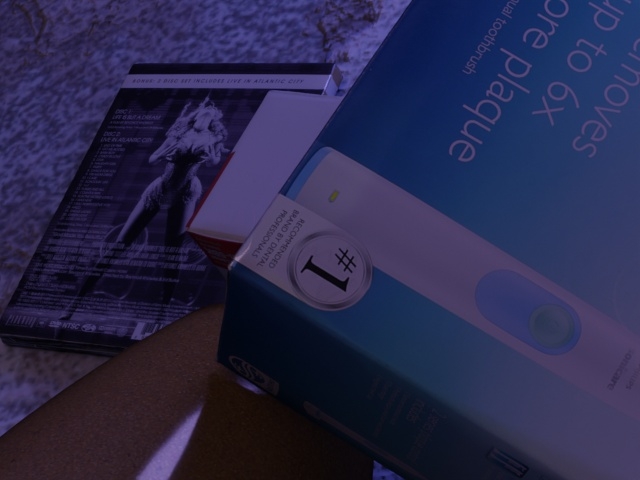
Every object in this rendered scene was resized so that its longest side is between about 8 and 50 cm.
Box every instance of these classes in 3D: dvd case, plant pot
[{"bbox_3d":[-0.094,-0.023,1.083,0.164,0.018,0.221,3,57,32],"label":"dvd case"},{"bbox_3d":[-0.076,0.155,0.808,0.237,0.237,0.254,1,38,29],"label":"plant pot"}]

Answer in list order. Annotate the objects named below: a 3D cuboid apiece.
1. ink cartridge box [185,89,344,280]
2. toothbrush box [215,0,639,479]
[{"bbox_3d":[0.000,0.000,0.932,0.056,0.135,0.099,10,59,38],"label":"ink cartridge box"},{"bbox_3d":[0.134,0.027,0.753,0.295,0.126,0.216,33,69,6],"label":"toothbrush box"}]
